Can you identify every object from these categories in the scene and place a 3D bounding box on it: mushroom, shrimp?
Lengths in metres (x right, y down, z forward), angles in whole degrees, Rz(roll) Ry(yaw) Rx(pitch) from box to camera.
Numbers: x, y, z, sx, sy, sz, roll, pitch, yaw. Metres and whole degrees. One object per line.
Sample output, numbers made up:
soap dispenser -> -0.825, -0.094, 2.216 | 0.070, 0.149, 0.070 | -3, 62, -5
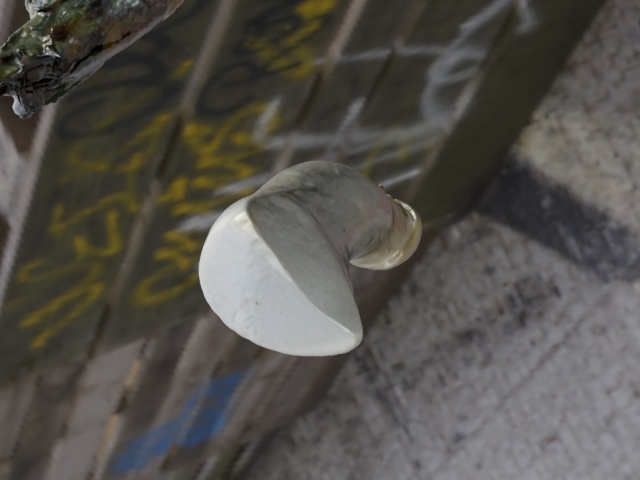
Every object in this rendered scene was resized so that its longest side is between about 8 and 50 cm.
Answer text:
mushroom -> 0.000, 0.000, 1.640 | 0.177, 0.397, 0.126 | 41, 113, 0
shrimp -> -0.234, -0.287, 1.489 | 0.085, 0.445, 0.272 | 0, 134, 38
